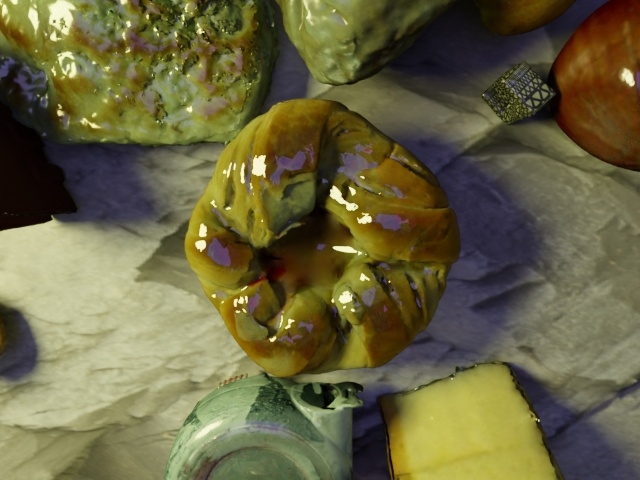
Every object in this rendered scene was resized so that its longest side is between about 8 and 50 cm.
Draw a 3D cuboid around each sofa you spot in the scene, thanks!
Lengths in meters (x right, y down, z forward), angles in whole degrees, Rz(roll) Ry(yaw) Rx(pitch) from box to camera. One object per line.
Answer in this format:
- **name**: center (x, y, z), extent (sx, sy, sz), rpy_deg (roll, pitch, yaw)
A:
- **sofa**: center (0.251, -0.188, 0.719), extent (0.039, 0.118, 0.060), rpy_deg (-41, 93, 5)

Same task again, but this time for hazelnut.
- **hazelnut**: center (0.401, -0.176, 0.666), extent (0.230, 0.229, 0.229), rpy_deg (0, 96, 3)

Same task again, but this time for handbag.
- **handbag**: center (-0.439, -0.129, 0.687), extent (0.084, 0.275, 0.260), rpy_deg (-28, 96, 5)

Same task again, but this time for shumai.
- **shumai**: center (-0.007, -0.359, 0.596), extent (0.289, 0.292, 0.329), rpy_deg (12, 107, -40)

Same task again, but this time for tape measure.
- **tape measure**: center (-0.074, 0.322, 0.785), extent (0.275, 0.147, 0.256), rpy_deg (-2, 98, 0)

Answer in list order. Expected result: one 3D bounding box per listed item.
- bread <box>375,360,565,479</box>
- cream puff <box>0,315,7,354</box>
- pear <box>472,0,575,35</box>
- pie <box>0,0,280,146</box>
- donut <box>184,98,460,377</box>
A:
- **bread**: center (0.192, 0.324, 0.696), extent (0.249, 0.315, 0.278), rpy_deg (-19, 85, 4)
- **cream puff**: center (-0.531, 0.138, 0.806), extent (0.126, 0.103, 0.144), rpy_deg (-41, 97, -33)
- **pear**: center (0.245, -0.355, 0.667), extent (0.200, 0.200, 0.199), rpy_deg (0, 96, 3)
- **pie**: center (-0.262, -0.307, 0.709), extent (0.396, 0.180, 0.417), rpy_deg (-10, 103, 2)
- **donut**: center (0.000, 0.000, 0.732), extent (0.361, 0.170, 0.360), rpy_deg (0, 97, 1)
